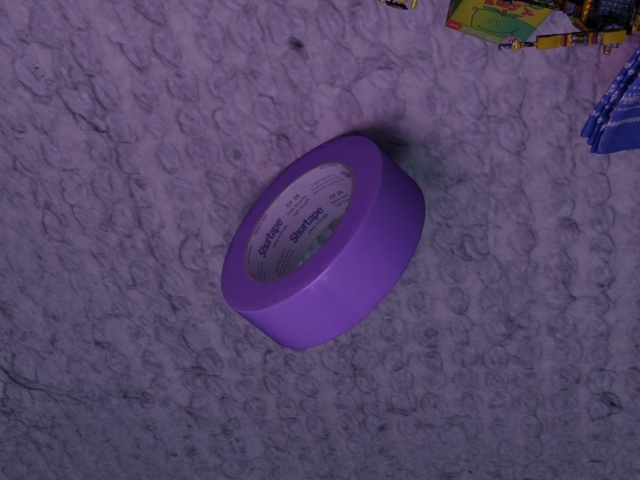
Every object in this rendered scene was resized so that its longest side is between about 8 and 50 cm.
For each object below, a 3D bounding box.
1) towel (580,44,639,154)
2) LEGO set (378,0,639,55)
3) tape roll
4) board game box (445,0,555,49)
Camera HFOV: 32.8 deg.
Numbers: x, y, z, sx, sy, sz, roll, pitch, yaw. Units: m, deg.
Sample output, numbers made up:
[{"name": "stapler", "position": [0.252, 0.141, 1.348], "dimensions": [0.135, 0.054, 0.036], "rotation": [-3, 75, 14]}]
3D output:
[{"name": "towel", "position": [0.456, -0.216, 1.184], "dimensions": [0.243, 0.040, 0.336], "rotation": [-4, 143, -26]}, {"name": "LEGO set", "position": [0.199, -0.289, 0.976], "dimensions": [0.331, 0.192, 0.255], "rotation": [18, 112, -14]}, {"name": "tape roll", "position": [0.000, 0.000, 1.387], "dimensions": [0.275, 0.274, 0.090], "rotation": [-29, 125, 33]}, {"name": "board game box", "position": [0.211, -0.278, 1.183], "dimensions": [0.092, 0.043, 0.181], "rotation": [18, 160, -8]}]
